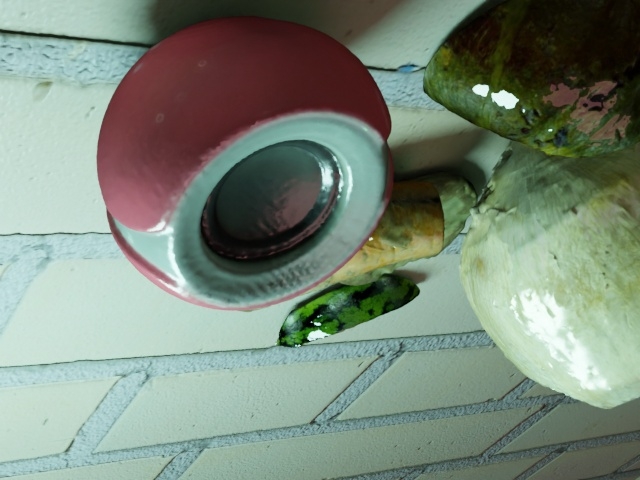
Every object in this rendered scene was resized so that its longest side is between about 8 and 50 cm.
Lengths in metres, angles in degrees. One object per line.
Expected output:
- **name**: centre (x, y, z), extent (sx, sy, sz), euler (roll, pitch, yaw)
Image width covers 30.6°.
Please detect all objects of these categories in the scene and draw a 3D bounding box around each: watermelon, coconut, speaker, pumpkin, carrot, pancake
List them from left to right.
- **speaker**: centre (-0.072, -0.081, 1.129), extent (0.294, 0.294, 0.294), euler (-17, 153, -9)
- **carrot**: centre (0.000, 0.000, 1.469), extent (0.302, 0.138, 0.138), euler (-11, 151, -14)
- **watermelon**: centre (0.045, 0.105, 1.794), extent (0.245, 0.063, 0.119), euler (-22, 172, -10)
- **pancake**: centre (0.105, -0.021, 1.614), extent (0.236, 0.042, 0.222), euler (-32, 145, 13)
- **pumpkin**: centre (0.281, -0.190, 1.289), extent (0.312, 0.169, 0.148), euler (-23, 156, 1)
- **coconut**: centre (0.369, 0.008, 1.547), extent (0.405, 0.404, 0.404), euler (-17, 153, -9)

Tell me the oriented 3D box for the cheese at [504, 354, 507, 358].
- **cheese**: centre (0.425, 0.113, 2.001), extent (0.266, 0.127, 0.233), euler (11, 139, -45)
